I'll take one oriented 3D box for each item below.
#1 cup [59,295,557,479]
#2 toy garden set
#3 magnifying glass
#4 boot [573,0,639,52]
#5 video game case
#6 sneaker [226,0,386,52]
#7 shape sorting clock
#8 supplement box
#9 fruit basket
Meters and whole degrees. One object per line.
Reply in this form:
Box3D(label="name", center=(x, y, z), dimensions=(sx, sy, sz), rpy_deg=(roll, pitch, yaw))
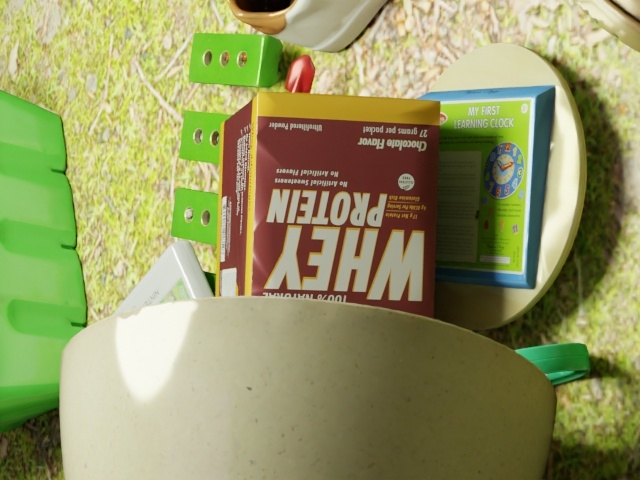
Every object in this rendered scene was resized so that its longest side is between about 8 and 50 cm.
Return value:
Box3D(label="cup", center=(-0.017, 0.206, 1.135), dimensions=(0.331, 0.331, 0.237), rpy_deg=(-23, 55, 48))
Box3D(label="toy garden set", center=(-0.045, -0.046, 1.461), dimensions=(0.204, 0.049, 0.244), rpy_deg=(11, 95, 53))
Box3D(label="magnifying glass", center=(0.104, 0.106, 1.244), dimensions=(0.231, 0.092, 0.026), rpy_deg=(-26, 71, 58))
Box3D(label="boot", center=(0.237, -0.270, 1.076), dimensions=(0.269, 0.089, 0.236), rpy_deg=(-57, 36, 30))
Box3D(label="video game case", center=(-0.118, 0.136, 1.503), dimensions=(0.193, 0.023, 0.212), rpy_deg=(-46, 63, 50))
Box3D(label="sneaker", center=(0.030, -0.253, 1.324), dimensions=(0.290, 0.123, 0.106), rpy_deg=(-51, 49, 34))
Box3D(label="shape sorting clock", center=(0.119, -0.038, 1.259), dimensions=(0.206, 0.040, 0.206), rpy_deg=(-5, 84, 56))
Box3D(label="supplement box", center=(0.000, 0.000, 1.274), dimensions=(0.194, 0.129, 0.191), rpy_deg=(169, 103, -79))
Box3D(label="fruit basket", center=(-0.411, 0.017, 1.658), dimensions=(0.283, 0.392, 0.392), rpy_deg=(-28, 66, 46))
